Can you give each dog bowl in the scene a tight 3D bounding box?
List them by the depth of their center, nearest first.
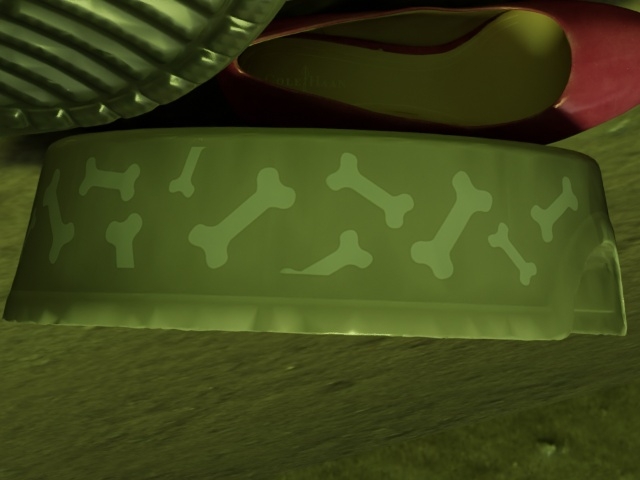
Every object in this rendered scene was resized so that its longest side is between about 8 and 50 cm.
[{"bbox_3d":[0.000,0.000,1.033,0.349,0.102,0.349,2,179,0],"label":"dog bowl"}]

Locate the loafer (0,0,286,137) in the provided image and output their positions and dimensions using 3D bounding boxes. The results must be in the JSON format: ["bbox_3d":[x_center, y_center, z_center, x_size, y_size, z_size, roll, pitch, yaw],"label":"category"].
[{"bbox_3d":[-0.141,-0.110,0.671,0.366,0.130,0.134,-17,144,42],"label":"loafer"}]

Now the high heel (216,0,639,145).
[{"bbox_3d":[0.069,-0.094,0.966,0.244,0.082,0.117,0,176,4],"label":"high heel"}]
